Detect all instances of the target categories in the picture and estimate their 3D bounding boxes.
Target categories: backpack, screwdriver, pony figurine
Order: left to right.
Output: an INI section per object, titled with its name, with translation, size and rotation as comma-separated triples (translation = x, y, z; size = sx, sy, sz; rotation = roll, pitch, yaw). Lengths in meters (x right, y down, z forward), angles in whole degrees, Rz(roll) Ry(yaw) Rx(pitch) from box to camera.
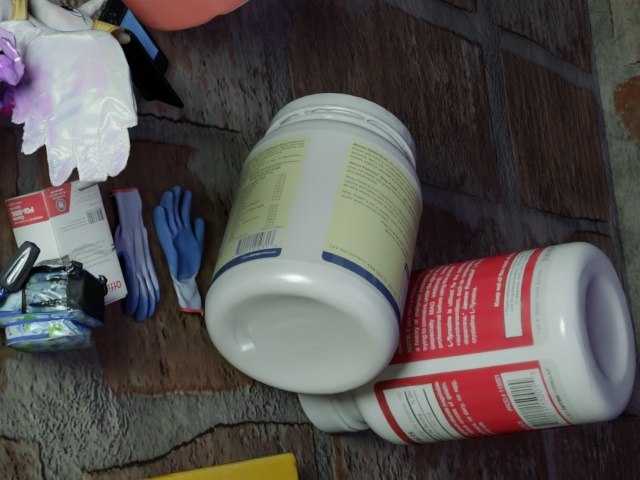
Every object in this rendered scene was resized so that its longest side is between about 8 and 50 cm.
[pony figurine]
translation = -0.326, -0.166, 1.548
size = 0.363, 0.303, 0.351
rotation = 29, 45, -36
[screwdriver]
translation = -0.324, 0.072, 1.594
size = 0.025, 0.024, 0.170
rotation = 41, 82, -31
[backpack]
translation = -0.280, 0.069, 1.655
size = 0.105, 0.114, 0.084
rotation = 49, 41, -75

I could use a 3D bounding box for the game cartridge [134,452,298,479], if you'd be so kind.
[game cartridge]
translation = -0.111, 0.401, 1.916
size = 0.324, 0.053, 0.285
rotation = 2, 78, -58

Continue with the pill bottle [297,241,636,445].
[pill bottle]
translation = 0.179, 0.143, 2.148
size = 0.229, 0.408, 0.229
rotation = 29, 56, -55

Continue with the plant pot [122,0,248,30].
[plant pot]
translation = -0.173, -0.389, 1.872
size = 0.243, 0.275, 0.275
rotation = 63, 32, -35

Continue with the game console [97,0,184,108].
[game console]
translation = -0.201, -0.225, 1.949
size = 0.122, 0.071, 0.107
rotation = 57, 36, -35

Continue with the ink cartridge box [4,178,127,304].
[ink cartridge box]
translation = -0.268, 0.009, 1.760
size = 0.099, 0.056, 0.135
rotation = -23, 100, -61

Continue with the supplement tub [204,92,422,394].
[supplement tub]
translation = 0.000, 0.000, 2.055
size = 0.235, 0.235, 0.324
rotation = 54, 36, -38

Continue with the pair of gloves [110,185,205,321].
[pair of gloves]
translation = -0.188, 0.013, 1.939
size = 0.198, 0.023, 0.159
rotation = 1, 79, -61
